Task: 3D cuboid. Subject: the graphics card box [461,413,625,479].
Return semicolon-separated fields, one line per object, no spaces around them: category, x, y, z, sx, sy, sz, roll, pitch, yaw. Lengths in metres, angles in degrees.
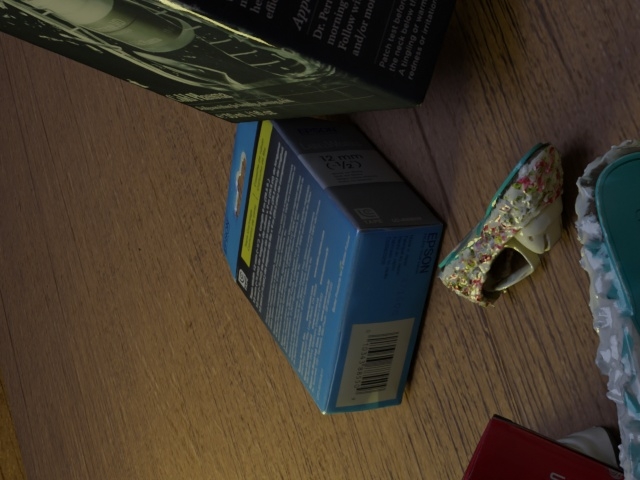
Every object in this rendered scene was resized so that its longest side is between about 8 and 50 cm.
graphics card box;0.195;0.347;1.518;0.094;0.232;0.371;-60;-9;-48

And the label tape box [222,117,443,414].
label tape box;0.000;0.000;1.978;0.348;0.115;0.249;-125;38;-50

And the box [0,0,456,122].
box;-0.157;-0.336;1.721;0.480;0.471;0.297;3;73;65

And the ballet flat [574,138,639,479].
ballet flat;0.300;0.119;1.387;0.147;0.147;0.409;145;119;-62

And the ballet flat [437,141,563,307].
ballet flat;0.190;-0.010;1.633;0.077;0.091;0.241;44;149;8

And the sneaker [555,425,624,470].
sneaker;0.178;0.254;1.642;0.297;0.129;0.111;-51;52;58
